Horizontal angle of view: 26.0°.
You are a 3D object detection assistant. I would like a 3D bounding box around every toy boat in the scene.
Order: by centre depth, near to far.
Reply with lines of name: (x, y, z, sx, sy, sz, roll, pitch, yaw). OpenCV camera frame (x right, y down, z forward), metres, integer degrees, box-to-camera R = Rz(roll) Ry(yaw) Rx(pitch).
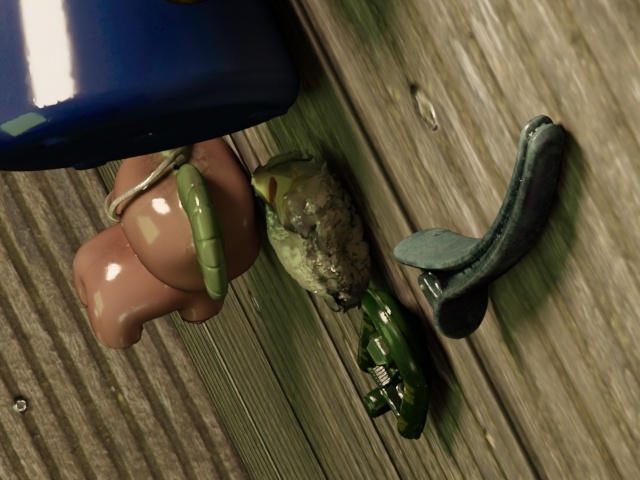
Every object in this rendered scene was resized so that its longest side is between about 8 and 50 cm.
toy boat: (0.064, 0.104, 1.204, 0.104, 0.052, 0.210, 61, 168, 23)

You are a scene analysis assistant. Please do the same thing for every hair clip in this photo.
hair clip: (0.109, -0.007, 0.855, 0.083, 0.048, 0.275, 63, 162, 11)

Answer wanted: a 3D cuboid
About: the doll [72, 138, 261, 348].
doll: (-0.178, -0.024, 1.563, 0.284, 0.216, 0.268, 58, 160, 35)

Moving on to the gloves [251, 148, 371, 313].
gloves: (0.003, -0.002, 1.202, 0.114, 0.070, 0.153, 32, 147, 56)

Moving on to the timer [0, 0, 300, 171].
timer: (-0.185, -0.264, 1.129, 0.270, 0.270, 0.384, 160, 97, -77)

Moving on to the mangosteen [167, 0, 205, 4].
mangosteen: (-0.098, -0.250, 0.884, 0.250, 0.211, 0.211, 34, -166, -47)
